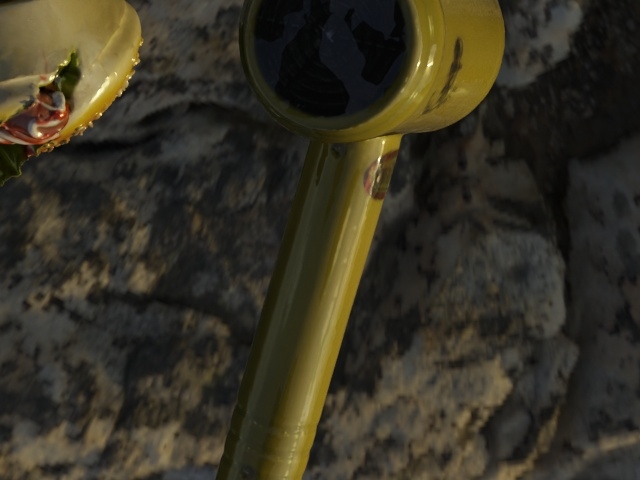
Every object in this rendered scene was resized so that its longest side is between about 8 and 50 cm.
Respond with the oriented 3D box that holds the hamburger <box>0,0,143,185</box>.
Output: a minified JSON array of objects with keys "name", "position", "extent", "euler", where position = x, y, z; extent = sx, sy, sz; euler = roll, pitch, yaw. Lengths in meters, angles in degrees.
[{"name":"hamburger","position":[-0.220,-0.114,1.041],"extent":[0.210,0.173,0.116],"euler":[-6,122,41]}]

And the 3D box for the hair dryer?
[{"name":"hair dryer","position":[0.000,0.000,0.698],"extent":[0.090,0.135,0.278],"euler":[19,103,14]}]
